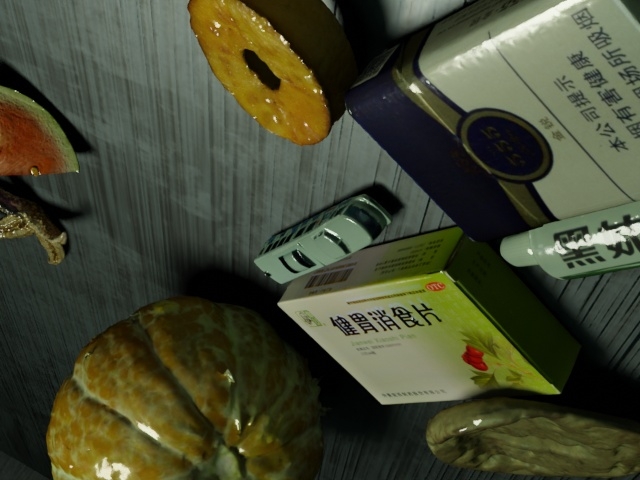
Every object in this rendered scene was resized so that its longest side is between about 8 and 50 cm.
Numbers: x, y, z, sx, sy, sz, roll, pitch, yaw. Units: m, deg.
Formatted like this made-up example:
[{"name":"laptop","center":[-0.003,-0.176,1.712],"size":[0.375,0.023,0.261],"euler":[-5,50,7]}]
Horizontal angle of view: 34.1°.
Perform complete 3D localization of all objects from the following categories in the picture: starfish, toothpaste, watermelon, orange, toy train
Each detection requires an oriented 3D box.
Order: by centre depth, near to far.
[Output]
[{"name":"toothpaste","center":[0.271,-0.024,0.699],"size":[0.392,0.061,0.099],"euler":[-17,111,51]},{"name":"toy train","center":[0.000,0.000,1.014],"size":[0.043,0.047,0.207],"euler":[40,151,-14]},{"name":"watermelon","center":[-0.326,-0.102,1.133],"size":[0.135,0.094,0.125],"euler":[28,142,1]},{"name":"orange","center":[-0.153,0.229,1.220],"size":[0.329,0.329,0.249],"euler":[46,164,-21]},{"name":"starfish","center":[-0.374,-0.026,1.333],"size":[0.238,0.057,0.213],"euler":[13,153,39]}]

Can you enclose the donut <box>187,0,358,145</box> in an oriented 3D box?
[{"name":"donut","center":[-0.032,-0.144,0.803],"size":[0.152,0.058,0.152],"euler":[36,157,18]}]

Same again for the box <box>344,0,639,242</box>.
[{"name":"box","center":[0.151,-0.092,0.706],"size":[0.168,0.071,0.259],"euler":[43,149,-18]}]

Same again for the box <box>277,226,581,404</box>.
[{"name":"box","center":[0.099,0.082,1.023],"size":[0.175,0.062,0.260],"euler":[45,149,-21]}]

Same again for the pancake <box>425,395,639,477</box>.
[{"name":"pancake","center":[0.221,0.195,1.044],"size":[0.242,0.050,0.242],"euler":[5,158,2]}]
